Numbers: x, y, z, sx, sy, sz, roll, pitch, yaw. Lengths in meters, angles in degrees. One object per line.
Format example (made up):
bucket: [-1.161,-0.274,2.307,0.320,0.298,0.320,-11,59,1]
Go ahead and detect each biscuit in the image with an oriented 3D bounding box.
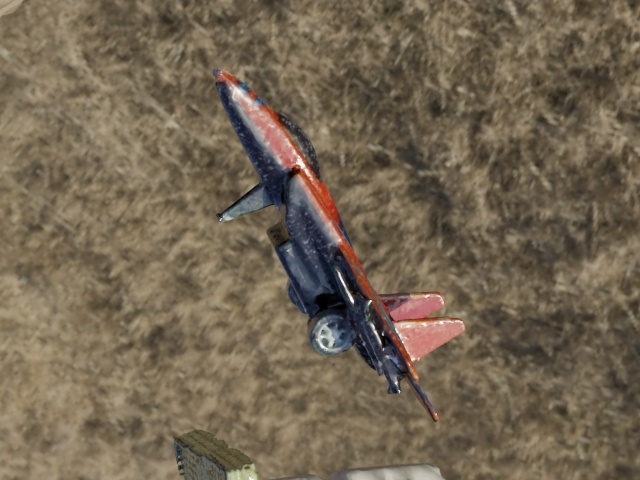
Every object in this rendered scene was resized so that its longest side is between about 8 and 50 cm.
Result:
biscuit: [-0.095,0.275,1.053,0.252,0.052,0.150,167,93,-73]

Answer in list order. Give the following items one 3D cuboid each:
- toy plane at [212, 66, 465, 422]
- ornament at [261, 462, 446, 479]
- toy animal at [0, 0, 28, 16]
toy plane: [-0.003,0.002,0.491,0.061,0.130,0.189,-39,115,5]
ornament: [0.021,0.297,0.595,0.240,0.240,0.239,44,-162,30]
toy animal: [-0.163,-0.238,0.505,0.188,0.358,0.226,29,-171,-9]
